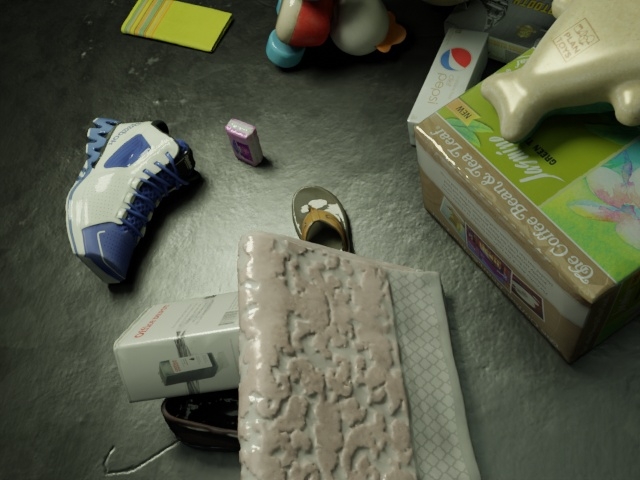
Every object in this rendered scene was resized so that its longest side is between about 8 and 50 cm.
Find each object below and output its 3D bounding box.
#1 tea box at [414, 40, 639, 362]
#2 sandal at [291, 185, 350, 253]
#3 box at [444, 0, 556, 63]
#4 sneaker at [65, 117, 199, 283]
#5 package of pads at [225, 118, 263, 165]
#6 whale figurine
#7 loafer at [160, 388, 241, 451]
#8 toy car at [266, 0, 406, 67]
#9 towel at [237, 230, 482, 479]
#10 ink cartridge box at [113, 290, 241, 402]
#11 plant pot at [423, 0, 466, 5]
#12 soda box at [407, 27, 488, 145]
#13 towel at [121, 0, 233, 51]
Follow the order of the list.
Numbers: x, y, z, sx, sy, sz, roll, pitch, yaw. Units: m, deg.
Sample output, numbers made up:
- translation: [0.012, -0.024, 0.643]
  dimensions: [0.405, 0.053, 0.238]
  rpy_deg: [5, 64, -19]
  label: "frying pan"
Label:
- translation: [0.355, -0.077, 0.884]
  dimensions: [0.323, 0.220, 0.329]
  rpy_deg: [-35, 59, -6]
  label: "tea box"
- translation: [0.000, 0.000, 1.018]
  dimensions: [0.090, 0.060, 0.219]
  rpy_deg: [-10, 60, 8]
  label: "sandal"
- translation: [0.364, -0.396, 1.154]
  dimensions: [0.231, 0.056, 0.183]
  rpy_deg: [29, 70, 26]
  label: "box"
- translation: [-0.307, -0.097, 1.107]
  dimensions: [0.182, 0.127, 0.316]
  rpy_deg: [-9, 58, 11]
  label: "sneaker"
- translation: [-0.131, -0.170, 1.132]
  dimensions: [0.050, 0.083, 0.032]
  rpy_deg: [28, 66, 22]
  label: "package of pads"
- translation: [0.336, -0.208, 0.777]
  dimensions: [0.272, 0.141, 0.216]
  rpy_deg: [-32, 55, 23]
  label: "whale figurine"
- translation: [-0.069, 0.236, 0.883]
  dimensions: [0.302, 0.095, 0.109]
  rpy_deg: [-6, 61, 10]
  label: "loafer"
- translation: [0.045, -0.425, 1.198]
  dimensions: [0.237, 0.219, 0.210]
  rpy_deg: [16, 62, -11]
  label: "toy car"
- translation: [0.046, 0.162, 0.817]
  dimensions: [0.316, 0.053, 0.332]
  rpy_deg: [11, 57, -26]
  label: "towel"
- translation: [-0.154, 0.140, 0.915]
  dimensions: [0.217, 0.158, 0.092]
  rpy_deg: [-8, 104, 8]
  label: "ink cartridge box"
- translation: [0.169, -0.545, 1.058]
  dimensions: [0.333, 0.305, 0.334]
  rpy_deg: [-6, 79, 34]
  label: "plant pot"
- translation: [0.219, -0.257, 1.105]
  dimensions: [0.073, 0.069, 0.216]
  rpy_deg: [16, 66, 21]
  label: "soda box"
- translation: [-0.303, -0.455, 1.371]
  dimensions: [0.237, 0.021, 0.102]
  rpy_deg: [19, 73, 21]
  label: "towel"
